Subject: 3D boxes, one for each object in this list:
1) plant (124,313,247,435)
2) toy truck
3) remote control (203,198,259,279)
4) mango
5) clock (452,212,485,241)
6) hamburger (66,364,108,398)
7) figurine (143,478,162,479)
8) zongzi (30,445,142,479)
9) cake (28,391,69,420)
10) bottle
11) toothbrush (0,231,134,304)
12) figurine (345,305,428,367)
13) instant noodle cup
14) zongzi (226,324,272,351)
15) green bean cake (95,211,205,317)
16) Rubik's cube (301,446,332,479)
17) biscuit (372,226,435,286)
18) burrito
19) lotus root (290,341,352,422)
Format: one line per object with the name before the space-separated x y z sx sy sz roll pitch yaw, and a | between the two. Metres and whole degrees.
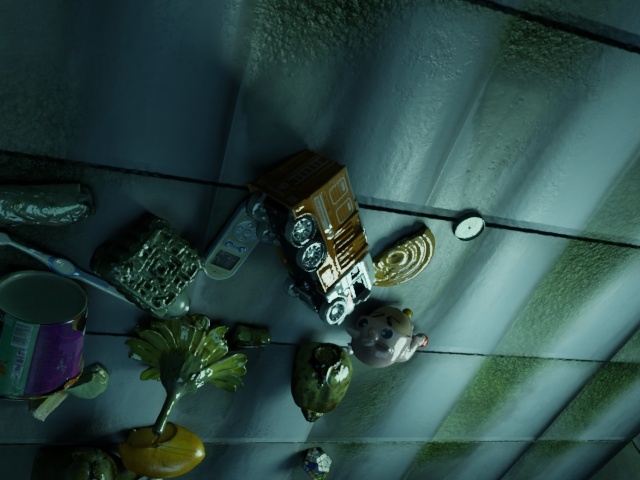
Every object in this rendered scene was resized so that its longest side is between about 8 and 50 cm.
plant | -0.352 0.306 1.430 0.306 0.297 0.261 9 100 7
toy truck | 0.000 0.000 1.265 0.207 0.173 0.387 -40 135 -20
remote control | -0.193 -0.004 1.307 0.087 0.047 0.244 23 120 -33
mango | -0.475 0.638 1.713 0.252 0.153 0.126 3 137 0
clock | 0.380 -0.033 1.449 0.085 0.017 0.085 -7 131 -9
hamburger | -0.624 0.389 1.524 0.121 0.054 0.084 -24 135 10
figurine | -0.575 0.818 1.791 0.206 0.102 0.260 -24 174 -10
zongzi | -0.622 0.703 1.666 0.361 0.159 0.323 25 156 -38
cake | -0.730 0.422 1.538 0.121 0.065 0.052 -44 129 -7
bottle | -0.416 0.103 1.312 0.096 0.079 0.254 -51 127 -3
toothbrush | -0.568 0.063 1.270 0.386 0.040 0.040 32 115 -34
figurine | 0.187 0.270 1.590 0.287 0.176 0.186 33 74 -51
instant noodle cup | -0.632 0.194 1.243 0.251 0.251 0.190 14 116 -24
zongzi | -0.199 0.278 1.542 0.109 0.055 0.119 14 136 -26
green bean cake | -0.362 0.056 1.228 0.181 0.094 0.173 -50 126 -17
Rubik's cube | -0.013 0.780 1.979 0.111 0.111 0.093 -9 103 -7
biscuit | 0.207 0.061 1.474 0.224 0.033 0.144 -30 130 12
burrito | -0.615 -0.068 1.131 0.310 0.066 0.096 0 124 -15
lotus root | -0.008 0.406 1.630 0.173 0.173 0.309 1 133 -15
